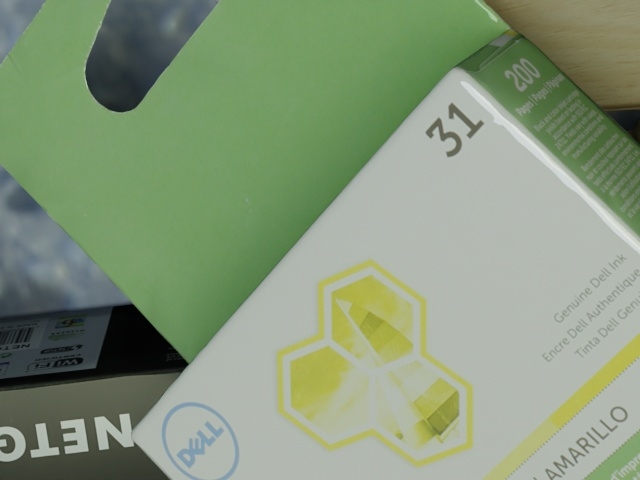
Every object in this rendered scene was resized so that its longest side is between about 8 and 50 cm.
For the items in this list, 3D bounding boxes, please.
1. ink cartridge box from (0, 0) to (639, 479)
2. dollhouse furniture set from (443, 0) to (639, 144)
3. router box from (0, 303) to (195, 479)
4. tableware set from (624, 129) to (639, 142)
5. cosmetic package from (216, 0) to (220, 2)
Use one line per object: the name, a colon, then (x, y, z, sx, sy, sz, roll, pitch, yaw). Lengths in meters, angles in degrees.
ink cartridge box: (0.000, 0.000, 0.544, 0.235, 0.056, 0.171, 44, 122, 3)
dollhouse furniture set: (0.158, -0.071, 0.550, 0.242, 0.161, 0.212, -4, 111, -12)
router box: (-0.004, 0.141, 0.680, 0.309, 0.081, 0.242, -7, 107, 1)
tableware set: (0.134, -0.103, 0.642, 0.104, 0.024, 0.154, 2, 105, -5)
cosmetic package: (-0.079, -0.170, 0.551, 0.239, 0.060, 0.099, 34, 107, -35)
